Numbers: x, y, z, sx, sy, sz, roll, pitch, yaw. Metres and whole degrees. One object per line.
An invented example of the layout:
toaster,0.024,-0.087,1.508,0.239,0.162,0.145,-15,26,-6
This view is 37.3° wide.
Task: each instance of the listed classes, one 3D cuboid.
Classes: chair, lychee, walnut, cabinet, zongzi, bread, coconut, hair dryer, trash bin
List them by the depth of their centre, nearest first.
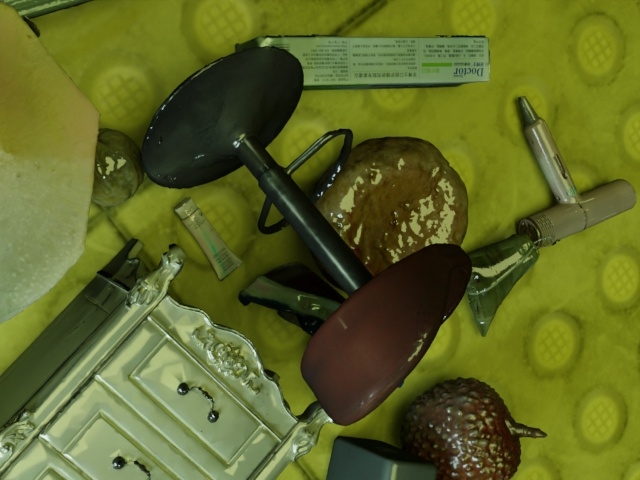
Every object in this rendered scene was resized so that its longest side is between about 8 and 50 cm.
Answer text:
coconut,-0.373,-0.076,0.909,0.352,0.352,0.353,-2,96,-25
chair,0.000,0.000,1.028,0.226,0.226,0.401,-30,66,-20
cabinet,-0.203,0.204,1.073,0.318,0.227,0.290,-48,111,-14
walnut,-0.248,-0.086,1.108,0.092,0.092,0.092,-2,96,-25
bread,0.084,-0.025,1.244,0.230,0.123,0.230,-3,97,-27
trash bin,0.063,0.390,1.244,0.101,0.176,0.236,12,85,-25
lychee,0.207,0.267,1.301,0.197,0.165,0.165,-19,106,18
zongzi,0.283,0.058,1.366,0.154,0.062,0.130,-21,107,-4
hair dryer,0.361,-0.120,1.411,0.195,0.053,0.220,-20,96,-23

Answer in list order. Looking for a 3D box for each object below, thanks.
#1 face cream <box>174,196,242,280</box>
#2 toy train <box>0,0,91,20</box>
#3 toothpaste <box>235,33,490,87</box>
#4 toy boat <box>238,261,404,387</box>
face cream,-0.142,-0.002,1.196,0.038,0.020,0.115,-41,111,-17
toy train,-0.258,-0.319,1.079,0.409,0.089,0.086,-23,109,-22
toothpaste,0.062,-0.231,1.237,0.336,0.081,0.067,-5,97,-25
toy boat,0.003,0.131,1.225,0.262,0.114,0.115,44,81,-21
